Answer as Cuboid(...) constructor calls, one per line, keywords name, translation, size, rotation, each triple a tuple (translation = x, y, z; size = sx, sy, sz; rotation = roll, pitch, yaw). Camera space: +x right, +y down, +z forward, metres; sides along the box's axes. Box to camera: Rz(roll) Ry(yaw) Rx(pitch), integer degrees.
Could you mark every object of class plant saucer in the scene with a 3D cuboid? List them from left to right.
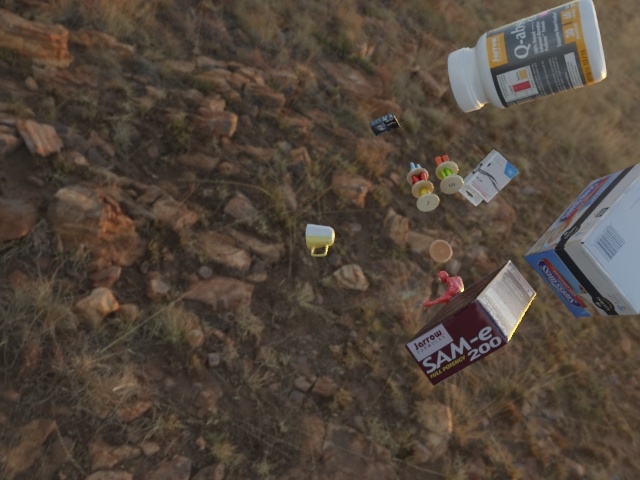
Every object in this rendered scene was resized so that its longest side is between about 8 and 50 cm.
Cuboid(name="plant saucer", translation=(0.412, 0.036, 1.899), size=(0.083, 0.013, 0.083), rotation=(2, 71, -7))

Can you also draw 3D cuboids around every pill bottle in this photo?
Cuboid(name="pill bottle", translation=(0.413, -0.361, 1.122), size=(0.162, 0.278, 0.162), rotation=(27, 58, -54))

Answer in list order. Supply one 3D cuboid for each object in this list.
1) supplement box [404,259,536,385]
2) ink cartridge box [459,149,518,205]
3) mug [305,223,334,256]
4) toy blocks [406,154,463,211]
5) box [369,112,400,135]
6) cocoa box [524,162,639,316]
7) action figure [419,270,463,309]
Cuboid(name="supplement box", translation=(0.232, 0.115, 0.832), size=(0.073, 0.130, 0.239), rotation=(55, 30, 9))
Cuboid(name="ink cartridge box", translation=(0.562, -0.204, 1.876), size=(0.104, 0.180, 0.060), rotation=(39, 16, -10))
Cuboid(name="mug", translation=(0.000, -0.003, 1.374), size=(0.064, 0.078, 0.062), rotation=(-1, 9, 8))
Cuboid(name="toy blocks", translation=(0.263, -0.155, 1.307), size=(0.054, 0.123, 0.148), rotation=(33, 31, -33))
Cuboid(name="box", translation=(0.204, -0.368, 1.762), size=(0.067, 0.083, 0.018), rotation=(38, 37, -61))
Cuboid(name="cocoa box", translation=(0.755, -0.001, 1.426), size=(0.347, 0.228, 0.231), rotation=(-42, 94, -18))
Cuboid(name="action figure", translation=(0.417, 0.215, 1.684), size=(0.280, 0.139, 0.091), rotation=(53, 36, -9))
